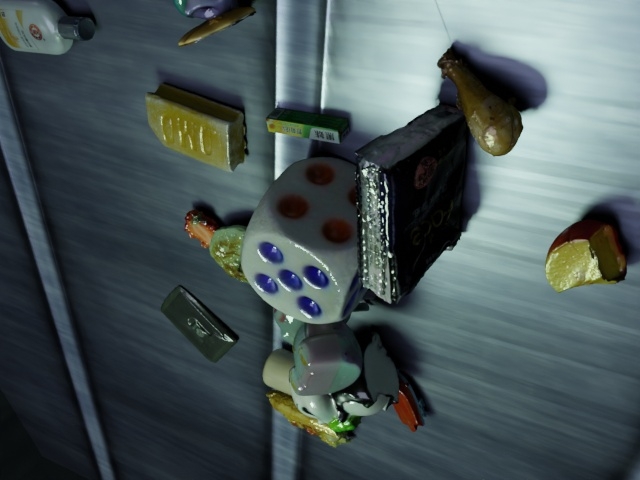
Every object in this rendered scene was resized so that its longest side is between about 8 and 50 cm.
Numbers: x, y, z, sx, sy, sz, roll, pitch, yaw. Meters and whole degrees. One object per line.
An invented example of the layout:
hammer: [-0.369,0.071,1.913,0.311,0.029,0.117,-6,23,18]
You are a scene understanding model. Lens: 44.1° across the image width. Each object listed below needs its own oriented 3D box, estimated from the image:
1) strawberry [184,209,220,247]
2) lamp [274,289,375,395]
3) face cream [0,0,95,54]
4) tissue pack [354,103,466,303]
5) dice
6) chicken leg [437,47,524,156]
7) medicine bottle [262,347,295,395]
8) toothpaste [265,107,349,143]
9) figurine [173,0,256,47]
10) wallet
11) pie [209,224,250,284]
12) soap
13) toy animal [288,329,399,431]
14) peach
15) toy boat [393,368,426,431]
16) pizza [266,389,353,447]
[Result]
strawberry: [-0.298,-0.027,2.051,0.104,0.048,0.152,8,148,24]
lamp: [0.018,0.187,1.833,0.248,0.301,0.247,-4,141,-14]
face cream: [-0.649,-0.503,1.853,0.291,0.071,0.144,14,135,28]
tissue pack: [0.178,-0.066,1.476,0.123,0.245,0.332,33,144,34]
dice: [0.000,0.000,1.668,0.251,0.259,0.243,29,141,13]
chicken leg: [0.275,-0.242,1.361,0.207,0.101,0.085,57,139,11]
medicine bottle: [-0.030,0.387,2.177,0.252,0.114,0.114,17,136,26]
toothpaste: [-0.028,-0.238,1.632,0.179,0.043,0.037,14,135,28]
figurine: [-0.257,-0.505,1.464,0.257,0.181,0.208,66,164,-19]
wallet: [-0.372,0.254,2.380,0.245,0.052,0.168,44,138,-2]
pie: [-0.176,0.047,1.991,0.241,0.054,0.240,22,148,14]
soap: [-0.282,-0.256,1.794,0.232,0.073,0.140,23,134,22]
toy animal: [0.053,0.369,1.978,0.267,0.212,0.212,-31,106,28]
peach: [0.474,0.029,1.429,0.151,0.118,0.151,0,161,0]
toy boat: [0.223,0.411,2.043,0.069,0.059,0.172,-10,113,43]
pizza: [0.008,0.535,2.251,0.280,0.075,0.288,14,157,47]
